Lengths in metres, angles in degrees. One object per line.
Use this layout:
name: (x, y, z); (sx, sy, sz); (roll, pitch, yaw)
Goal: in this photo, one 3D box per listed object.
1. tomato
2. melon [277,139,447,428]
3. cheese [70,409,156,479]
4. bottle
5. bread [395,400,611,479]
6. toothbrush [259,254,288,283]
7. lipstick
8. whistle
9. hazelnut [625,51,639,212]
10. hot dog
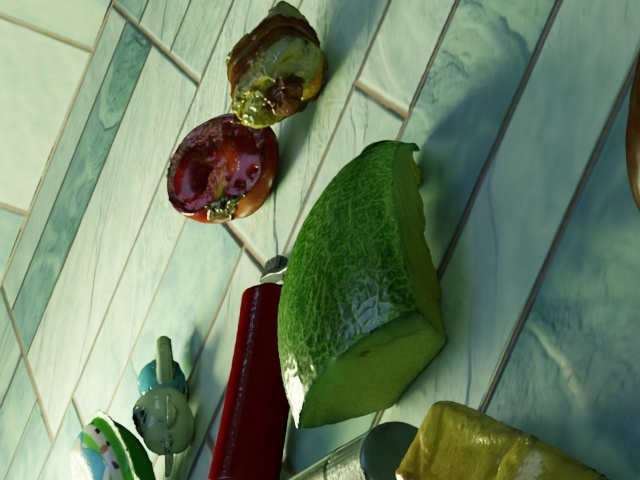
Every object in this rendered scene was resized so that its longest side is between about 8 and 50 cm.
tomato: (-0.107, -0.083, 2.300); (0.159, 0.091, 0.139); (-25, 55, 27)
melon: (0.039, 0.012, 1.768); (0.196, 0.124, 0.323); (-45, 32, 36)
cheese: (-0.236, 0.317, 2.221); (0.320, 0.083, 0.203); (28, 125, 61)
bottle: (0.009, 0.243, 1.682); (0.286, 0.082, 0.082); (-39, 36, 55)
bread: (0.138, 0.189, 1.373); (0.094, 0.102, 0.245); (-65, 21, -5)
toothbrush: (0.000, 0.003, 2.028); (0.321, 0.023, 0.031); (-29, 47, 62)
lipstick: (-0.066, 0.165, 1.962); (0.080, 0.080, 0.241); (-39, 35, 55)
whistle: (-0.200, 0.194, 2.298); (0.235, 0.077, 0.114); (-103, 13, -60)
hazelnut: (0.276, -0.080, 1.105); (0.217, 0.217, 0.251); (-55, 17, 36)
hot dog: (-0.053, -0.208, 2.247); (0.146, 0.103, 0.213); (-43, 20, 18)
